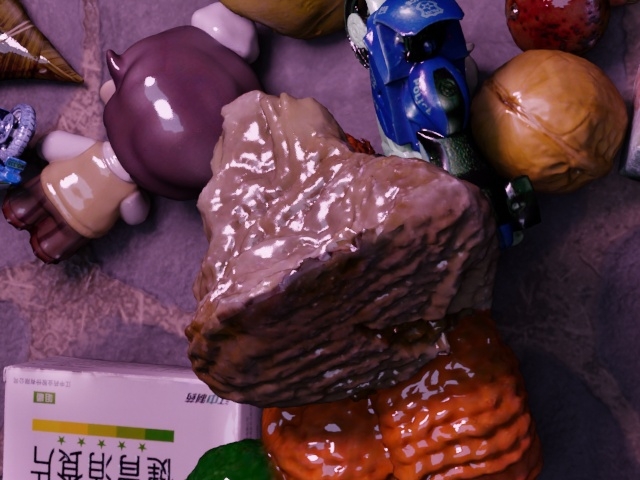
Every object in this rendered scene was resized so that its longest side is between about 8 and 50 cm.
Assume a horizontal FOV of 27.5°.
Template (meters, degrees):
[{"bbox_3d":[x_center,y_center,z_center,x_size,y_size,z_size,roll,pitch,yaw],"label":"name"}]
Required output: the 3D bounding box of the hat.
[{"bbox_3d":[0.040,0.210,1.471,0.400,0.285,0.285,-25,82,13],"label":"hat"}]

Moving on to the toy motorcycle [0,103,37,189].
[{"bbox_3d":[-0.428,-0.106,1.660,0.254,0.092,0.136,1,72,55],"label":"toy motorcycle"}]

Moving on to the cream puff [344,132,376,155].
[{"bbox_3d":[-0.020,-0.020,1.514,0.164,0.240,0.240,16,94,5],"label":"cream puff"}]

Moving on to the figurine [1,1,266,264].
[{"bbox_3d":[-0.215,-0.110,1.621,0.365,0.206,0.218,-33,86,35],"label":"figurine"}]

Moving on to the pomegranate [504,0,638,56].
[{"bbox_3d":[0.289,-0.265,1.484,0.159,0.129,0.129,0,89,10],"label":"pomegranate"}]

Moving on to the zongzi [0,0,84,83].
[{"bbox_3d":[-0.430,-0.216,1.724,0.187,0.084,0.184,-43,88,18],"label":"zongzi"}]

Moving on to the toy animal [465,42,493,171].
[{"bbox_3d":[0.144,-0.105,1.539,0.125,0.127,0.251,-8,101,9],"label":"toy animal"}]

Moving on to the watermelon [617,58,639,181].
[{"bbox_3d":[0.388,-0.184,1.459,0.094,0.154,0.241,6,78,17],"label":"watermelon"}]

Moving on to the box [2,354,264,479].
[{"bbox_3d":[-0.216,0.242,1.613,0.332,0.145,0.173,2,92,16],"label":"box"}]

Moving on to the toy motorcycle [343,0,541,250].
[{"bbox_3d":[0.113,-0.131,1.364,0.125,0.196,0.331,-21,87,-19],"label":"toy motorcycle"}]

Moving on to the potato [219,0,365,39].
[{"bbox_3d":[-0.034,-0.325,1.553,0.137,0.200,0.155,-13,72,51],"label":"potato"}]

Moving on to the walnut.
[{"bbox_3d":[0.257,-0.130,1.451,0.159,0.206,0.159,-11,71,35],"label":"walnut"}]

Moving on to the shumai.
[{"bbox_3d":[0.000,-0.002,1.320,0.346,0.217,0.283,-40,40,20],"label":"shumai"}]
